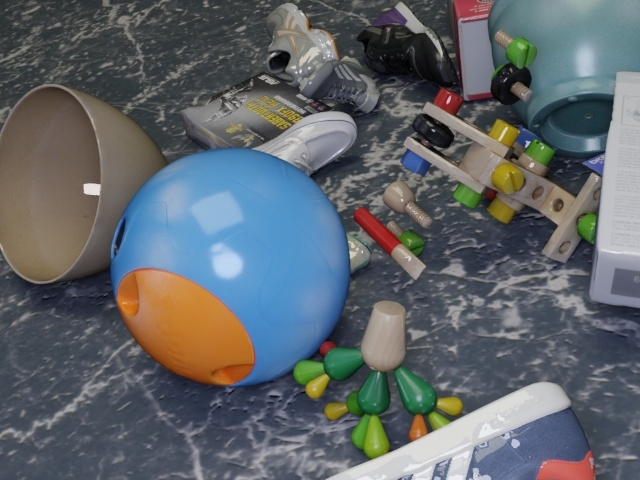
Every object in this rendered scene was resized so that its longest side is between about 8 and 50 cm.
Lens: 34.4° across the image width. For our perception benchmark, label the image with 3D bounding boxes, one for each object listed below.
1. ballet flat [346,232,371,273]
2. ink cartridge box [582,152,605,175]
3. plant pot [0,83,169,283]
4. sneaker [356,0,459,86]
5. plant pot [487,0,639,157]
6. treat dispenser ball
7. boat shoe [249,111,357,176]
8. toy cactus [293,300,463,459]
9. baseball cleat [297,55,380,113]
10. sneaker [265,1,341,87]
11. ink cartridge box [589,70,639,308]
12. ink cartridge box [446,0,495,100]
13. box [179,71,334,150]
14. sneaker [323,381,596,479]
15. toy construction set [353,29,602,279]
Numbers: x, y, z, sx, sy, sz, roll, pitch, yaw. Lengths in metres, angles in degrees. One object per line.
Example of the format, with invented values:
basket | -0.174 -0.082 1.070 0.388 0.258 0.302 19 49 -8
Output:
ballet flat | 0.000 0.000 1.460 0.052 0.057 0.168 -43 44 -22
ink cartridge box | 0.513 -0.050 1.355 0.185 0.065 0.311 -24 39 -15
plant pot | -0.330 -0.078 1.528 0.284 0.284 0.191 24 15 41
sneaker | 0.150 -0.323 1.845 0.124 0.107 0.283 -30 32 2
plant pot | 0.392 -0.245 1.514 0.293 0.293 0.196 -3 63 15
treat dispenser ball | -0.107 0.032 1.244 0.288 0.288 0.288 -9 35 6
boat shoe | -0.052 -0.114 1.616 0.258 0.095 0.084 -28 40 -3
toy cactus | 0.072 0.152 1.130 0.112 0.181 0.219 -17 35 -43
baseball cleat | 0.042 -0.258 1.737 0.109 0.072 0.206 44 32 5
sneaker | -0.065 -0.371 1.964 0.121 0.099 0.262 -27 36 -12
ink cartridge box | 0.496 -0.061 1.245 0.308 0.091 0.385 7 42 14
ink cartridge box | 0.367 -0.424 1.836 0.279 0.160 0.385 -8 35 7
box | -0.108 -0.202 1.772 0.183 0.056 0.231 -28 37 -22
sneaker | 0.105 0.272 1.000 0.350 0.131 0.148 -27 73 6
toy construction set | 0.229 -0.053 1.348 0.309 0.257 0.237 -40 52 -3
